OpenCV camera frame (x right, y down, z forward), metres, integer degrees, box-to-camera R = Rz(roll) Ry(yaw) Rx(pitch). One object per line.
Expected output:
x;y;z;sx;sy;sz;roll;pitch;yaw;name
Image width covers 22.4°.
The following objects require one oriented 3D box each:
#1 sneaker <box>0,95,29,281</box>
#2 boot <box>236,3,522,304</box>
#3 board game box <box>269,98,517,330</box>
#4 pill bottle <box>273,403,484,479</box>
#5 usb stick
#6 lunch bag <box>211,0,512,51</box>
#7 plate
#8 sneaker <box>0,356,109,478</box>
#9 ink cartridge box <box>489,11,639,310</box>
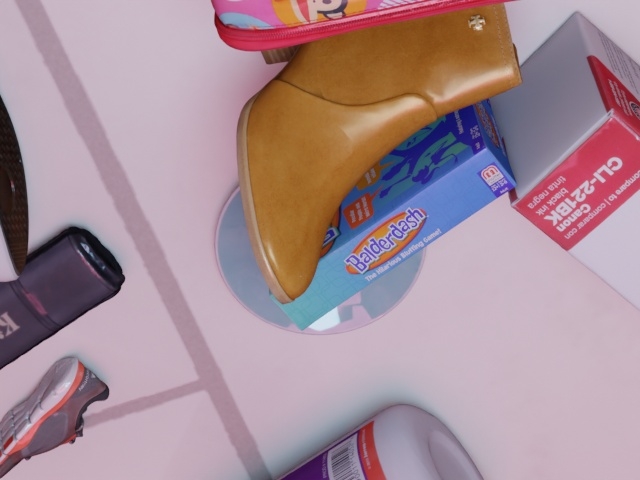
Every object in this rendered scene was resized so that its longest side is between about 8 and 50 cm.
-0.329;-0.095;1.335;0.123;0.106;0.290;-13;108;9;sneaker
0.050;-0.100;1.240;0.211;0.295;0.104;-8;151;14;boot
0.051;-0.037;1.312;0.210;0.160;0.047;-35;116;15;board game box
0.001;0.304;1.519;0.323;0.181;0.181;-35;115;17;pill bottle
-0.300;0.082;1.462;0.278;0.045;0.077;-33;116;16;usb stick
0.055;-0.235;1.170;0.293;0.258;0.120;-11;119;5;lunch bag
0.000;0.000;1.437;0.188;0.024;0.188;-1;119;-2;plate
-0.256;0.180;1.513;0.065;0.061;0.158;34;114;-26;sneaker
0.279;-0.032;1.327;0.273;0.197;0.114;37;114;-19;ink cartridge box
